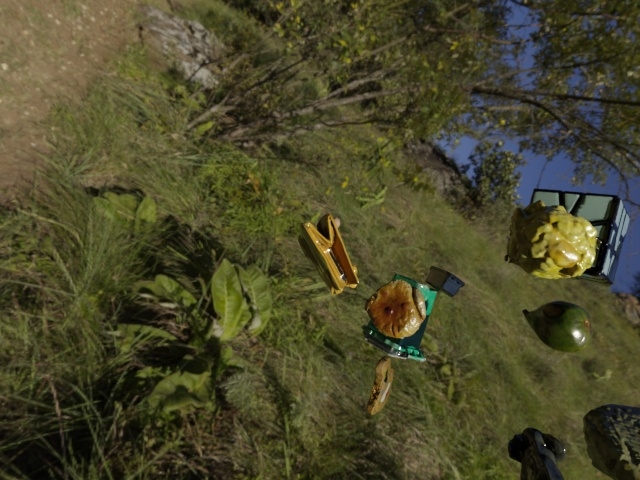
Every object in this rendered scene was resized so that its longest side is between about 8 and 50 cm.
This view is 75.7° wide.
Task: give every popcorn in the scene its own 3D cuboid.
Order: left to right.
[{"bbox_3d":[0.666,0.005,1.216,0.252,0.215,0.286,60,-1,18],"label":"popcorn"}]

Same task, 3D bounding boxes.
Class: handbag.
[{"bbox_3d":[0.031,0.063,1.551,0.401,0.132,0.283,125,-58,-80],"label":"handbag"}]

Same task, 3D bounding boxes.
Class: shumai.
[{"bbox_3d":[0.965,0.703,1.257,0.330,0.291,0.289,-106,-164,-58],"label":"shumai"}]

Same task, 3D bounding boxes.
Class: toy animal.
[{"bbox_3d":[0.487,0.512,0.892,0.245,0.114,0.147,-74,150,-80],"label":"toy animal"}]

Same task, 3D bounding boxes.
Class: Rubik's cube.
[{"bbox_3d":[0.935,-0.011,1.528,0.283,0.288,0.294,15,91,-48],"label":"Rubik's cube"}]

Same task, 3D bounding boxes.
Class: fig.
[{"bbox_3d":[0.902,0.321,1.584,0.244,0.195,0.196,1,-75,60],"label":"fig"}]

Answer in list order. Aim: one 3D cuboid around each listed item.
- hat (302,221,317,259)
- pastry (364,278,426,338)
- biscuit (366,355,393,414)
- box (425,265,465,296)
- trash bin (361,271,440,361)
[{"bbox_3d":[0.000,0.000,1.808,0.193,0.082,0.193,27,53,-42],"label":"hat"},{"bbox_3d":[0.279,0.255,1.553,0.100,0.228,0.219,23,70,-60],"label":"pastry"},{"bbox_3d":[0.236,0.559,1.583,0.183,0.047,0.320,-43,142,-47],"label":"biscuit"},{"bbox_3d":[0.592,0.200,1.988,0.123,0.093,0.172,33,-2,-19],"label":"box"},{"bbox_3d":[0.417,0.381,2.047,0.259,0.295,0.382,23,89,-45],"label":"trash bin"}]
